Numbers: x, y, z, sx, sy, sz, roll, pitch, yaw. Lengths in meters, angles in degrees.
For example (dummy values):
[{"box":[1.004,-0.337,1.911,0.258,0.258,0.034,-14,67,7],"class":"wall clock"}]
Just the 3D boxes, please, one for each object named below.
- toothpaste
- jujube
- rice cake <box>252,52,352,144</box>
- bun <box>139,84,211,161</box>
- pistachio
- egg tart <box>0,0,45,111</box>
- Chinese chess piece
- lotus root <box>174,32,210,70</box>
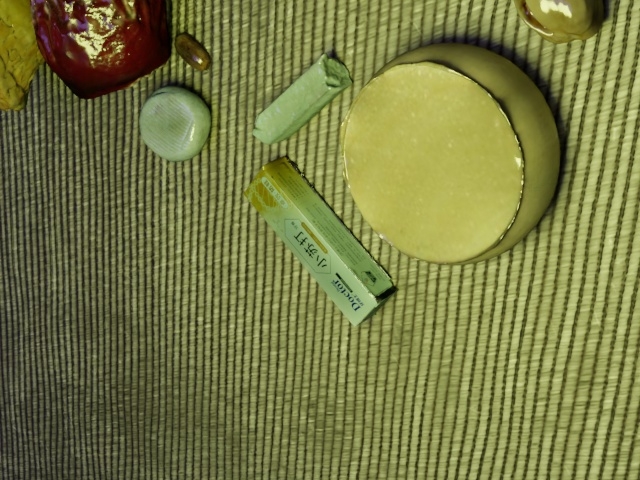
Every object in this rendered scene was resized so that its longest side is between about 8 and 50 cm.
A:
[{"box":[0.000,0.000,1.884,0.313,0.071,0.089,50,132,11],"class":"toothpaste"},{"box":[-0.381,-0.435,1.885,0.258,0.258,0.376,9,108,34],"class":"jujube"},{"box":[-0.030,-0.232,1.821,0.206,0.069,0.063,-36,82,37],"class":"rice cake"},{"box":[-0.259,-0.214,1.988,0.141,0.083,0.140,7,105,26],"class":"bun"},{"box":[0.323,-0.338,1.498,0.113,0.113,0.149,-25,84,40],"class":"pistachio"},{"box":[-0.591,-0.465,2.014,0.178,0.443,0.443,-17,98,-4],"class":"egg tart"},{"box":[0.192,-0.127,1.648,0.338,0.140,0.338,15,117,32],"class":"Chinese chess piece"},{"box":[-0.230,-0.338,1.952,0.083,0.030,0.037,45,126,14],"class":"lotus root"}]
